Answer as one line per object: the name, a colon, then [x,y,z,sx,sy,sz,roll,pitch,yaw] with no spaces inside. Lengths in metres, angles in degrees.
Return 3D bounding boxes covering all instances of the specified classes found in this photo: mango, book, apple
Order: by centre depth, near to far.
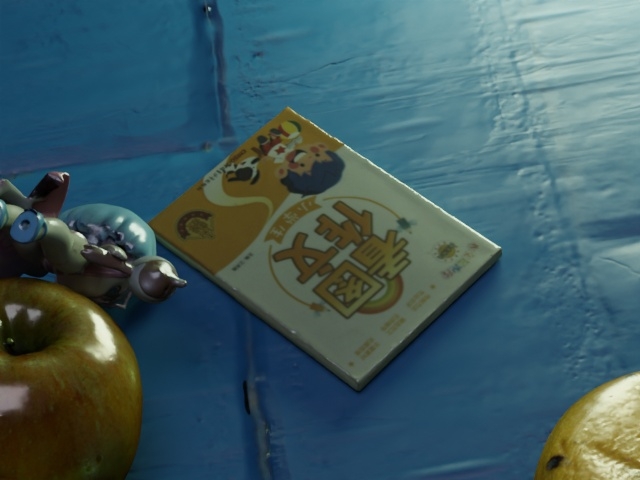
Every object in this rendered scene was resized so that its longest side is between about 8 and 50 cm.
mango: [0.257,0.209,1.337,0.157,0.109,0.262,11,38,21]
apple: [-0.266,0.155,1.406,0.237,0.207,0.237,6,38,-5]
book: [0.000,0.000,1.589,0.295,0.020,0.208,35,63,29]

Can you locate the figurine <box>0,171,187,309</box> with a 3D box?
figurine: [-0.208,0.001,1.469,0.205,0.260,0.103,5,79,17]
